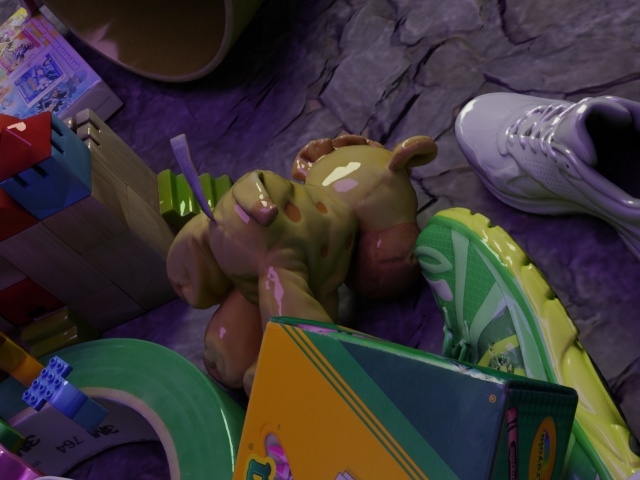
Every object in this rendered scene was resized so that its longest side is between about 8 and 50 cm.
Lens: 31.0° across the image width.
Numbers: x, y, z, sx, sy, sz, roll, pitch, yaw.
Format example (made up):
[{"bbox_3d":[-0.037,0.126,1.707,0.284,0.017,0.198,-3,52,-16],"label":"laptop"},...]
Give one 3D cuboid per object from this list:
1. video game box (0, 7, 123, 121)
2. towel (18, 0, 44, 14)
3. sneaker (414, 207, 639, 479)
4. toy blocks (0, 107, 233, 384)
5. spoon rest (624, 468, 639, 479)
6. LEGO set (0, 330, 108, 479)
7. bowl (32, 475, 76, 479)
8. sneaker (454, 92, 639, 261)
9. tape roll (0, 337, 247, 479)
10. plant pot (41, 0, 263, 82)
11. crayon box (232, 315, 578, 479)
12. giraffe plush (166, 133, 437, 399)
[{"bbox_3d":[-0.317,-0.132,1.171,0.187,0.048,0.205,-44,47,0],"label":"video game box"},{"bbox_3d":[-0.210,-0.399,1.140,0.329,0.237,0.037,-42,62,-11],"label":"towel"},{"bbox_3d":[0.108,0.095,0.704,0.123,0.109,0.296,-28,48,7],"label":"sneaker"},{"bbox_3d":[-0.292,-0.006,0.921,0.381,0.261,0.191,-24,49,15],"label":"toy blocks"},{"bbox_3d":[0.237,0.119,0.561,0.276,0.137,0.084,-45,20,20],"label":"spoon rest"},{"bbox_3d":[-0.237,0.099,0.819,0.227,0.093,0.087,24,72,45],"label":"LEGO set"},{"bbox_3d":[-0.148,0.220,0.685,0.142,0.053,0.142,7,61,40],"label":"bowl"},{"bbox_3d":[0.175,-0.065,0.769,0.232,0.115,0.090,28,76,41],"label":"sneaker"},{"bbox_3d":[-0.175,0.223,0.797,0.321,0.077,0.321,-20,47,23],"label":"tape roll"},{"bbox_3d":[-0.109,-0.344,1.075,0.274,0.275,0.293,12,49,37],"label":"plant pot"},{"bbox_3d":[0.025,0.195,0.634,0.165,0.081,0.279,11,89,41],"label":"crayon box"},{"bbox_3d":[0.000,0.000,0.821,0.170,0.210,0.181,-24,24,-30],"label":"giraffe plush"}]
